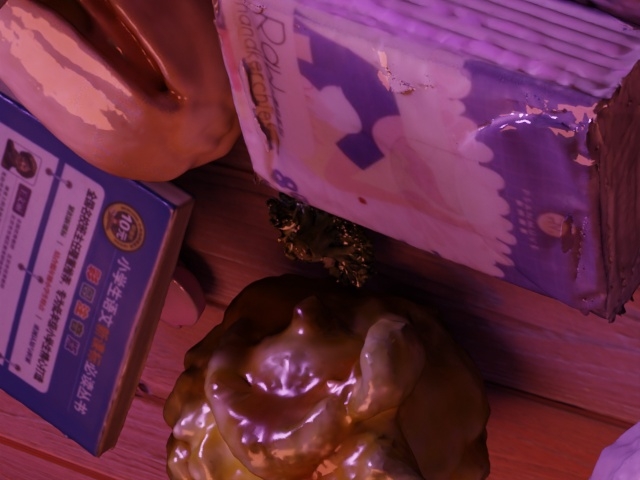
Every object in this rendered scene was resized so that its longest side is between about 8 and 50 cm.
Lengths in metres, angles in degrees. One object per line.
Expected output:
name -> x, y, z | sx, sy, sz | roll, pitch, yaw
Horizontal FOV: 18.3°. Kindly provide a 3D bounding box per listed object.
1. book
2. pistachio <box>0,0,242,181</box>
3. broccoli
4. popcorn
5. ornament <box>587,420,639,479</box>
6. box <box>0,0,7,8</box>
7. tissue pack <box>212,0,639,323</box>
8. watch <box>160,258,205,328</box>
book -> -0.323, -0.026, 1.806 | 0.428, 0.039, 0.300 | 33, 125, 17
pistachio -> -0.179, -0.181, 1.638 | 0.299, 0.187, 0.187 | 48, 149, -5
broccoli -> 0.000, 0.000, 1.775 | 0.095, 0.092, 0.097 | 1, 117, 28
popcorn -> 0.019, 0.177, 1.812 | 0.335, 0.279, 0.274 | 12, 102, 29
ornament -> 0.351, 0.266, 1.548 | 0.337, 0.337, 0.337 | 27, 148, 18
box -> -0.261, -0.296, 1.522 | 0.168, 0.212, 0.095 | 21, 147, 24
tissue pack -> 0.091, -0.097, 1.511 | 0.344, 0.125, 0.242 | 23, 147, 27
watch -> -0.254, 0.040, 1.968 | 0.211, 0.217, 0.248 | 23, 146, 24
